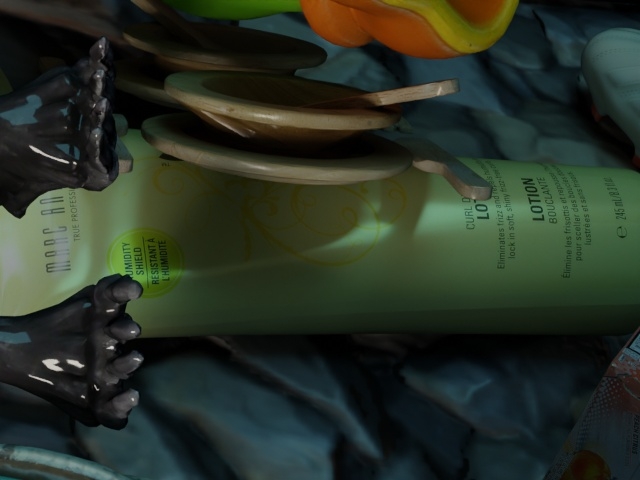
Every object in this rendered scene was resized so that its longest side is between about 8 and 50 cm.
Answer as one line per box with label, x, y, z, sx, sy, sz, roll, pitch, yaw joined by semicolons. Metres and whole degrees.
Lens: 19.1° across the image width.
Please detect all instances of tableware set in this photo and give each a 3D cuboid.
tableware set;-0.023;-0.057;0.647;0.128;0.039;0.194;4;13;-14

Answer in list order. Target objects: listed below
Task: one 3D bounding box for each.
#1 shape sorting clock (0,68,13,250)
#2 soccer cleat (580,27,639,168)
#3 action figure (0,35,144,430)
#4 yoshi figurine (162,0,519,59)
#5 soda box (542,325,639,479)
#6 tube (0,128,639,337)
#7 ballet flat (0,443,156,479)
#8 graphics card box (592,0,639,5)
shape sorting clock;-0.195;-0.043;0.616;0.206;0.040;0.206;19;43;-19
soccer cleat;0.190;-0.040;0.768;0.068;0.076;0.196;-20;52;-42
action figure;-0.185;-0.014;0.473;0.276;0.141;0.164;1;66;-13
yoshi figurine;-0.095;-0.176;0.647;0.362;0.203;0.203;14;27;41
soda box;0.144;0.037;0.659;0.058;0.063;0.183;33;38;13
tube;0.000;0.000;0.644;0.240;0.062;0.070;3;11;-19
ballet flat;-0.008;0.110;0.495;0.221;0.077;0.079;25;18;-1
graphics card box;0.158;-0.215;0.965;0.371;0.094;0.233;0;40;-24
